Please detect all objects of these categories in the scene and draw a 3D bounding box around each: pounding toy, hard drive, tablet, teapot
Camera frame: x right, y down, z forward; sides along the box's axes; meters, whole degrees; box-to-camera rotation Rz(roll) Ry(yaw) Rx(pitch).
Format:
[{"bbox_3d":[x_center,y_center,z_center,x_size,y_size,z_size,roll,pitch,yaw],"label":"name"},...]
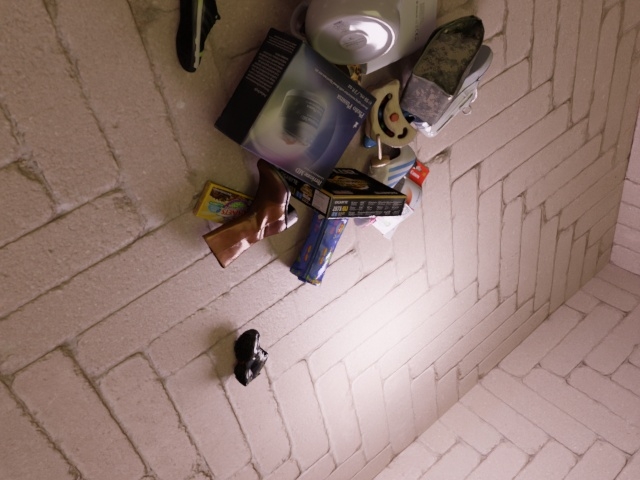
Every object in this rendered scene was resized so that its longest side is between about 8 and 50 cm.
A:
[{"bbox_3d":[0.229,-0.366,1.842,0.154,0.155,0.269,-8,113,-8],"label":"pounding toy"},{"bbox_3d":[0.232,-0.663,1.757,0.353,0.047,0.233,-34,135,-36],"label":"hard drive"},{"bbox_3d":[0.273,-0.046,2.244,0.054,0.006,0.083,26,96,-48],"label":"tablet"},{"bbox_3d":[0.073,-0.573,1.464,0.256,0.252,0.187,1,73,-15],"label":"teapot"}]

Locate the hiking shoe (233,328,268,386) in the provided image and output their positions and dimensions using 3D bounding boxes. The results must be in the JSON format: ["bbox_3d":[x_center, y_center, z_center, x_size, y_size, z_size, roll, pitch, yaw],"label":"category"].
[{"bbox_3d":[-0.230,0.383,2.000,0.114,0.086,0.227,-24,136,-48],"label":"hiking shoe"}]

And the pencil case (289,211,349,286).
[{"bbox_3d":[0.000,0.000,1.931,0.306,0.119,0.133,-68,166,12],"label":"pencil case"}]

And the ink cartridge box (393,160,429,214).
[{"bbox_3d":[0.343,-0.200,2.188,0.145,0.045,0.179,24,100,-48],"label":"ink cartridge box"}]

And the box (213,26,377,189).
[{"bbox_3d":[-0.061,-0.334,1.535,0.296,0.183,0.294,25,102,-42],"label":"box"}]

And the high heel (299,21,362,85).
[{"bbox_3d":[0.023,-0.498,1.657,0.186,0.093,0.261,-24,113,-39],"label":"high heel"}]

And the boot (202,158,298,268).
[{"bbox_3d":[-0.220,-0.082,1.687,0.280,0.096,0.264,-32,142,-15],"label":"boot"}]

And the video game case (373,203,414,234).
[{"bbox_3d":[0.251,-0.098,2.146,0.143,0.019,0.157,-39,140,14],"label":"video game case"}]

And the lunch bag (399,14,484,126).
[{"bbox_3d":[0.389,-0.550,1.857,0.287,0.169,0.235,-58,177,-12],"label":"lunch bag"}]

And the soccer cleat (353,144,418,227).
[{"bbox_3d":[0.195,-0.204,2.014,0.143,0.116,0.331,40,83,-32],"label":"soccer cleat"}]

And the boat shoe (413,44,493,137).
[{"bbox_3d":[0.482,-0.507,2.060,0.367,0.136,0.156,-51,138,-2],"label":"boat shoe"}]

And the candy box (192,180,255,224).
[{"bbox_3d":[-0.263,-0.095,1.699,0.206,0.027,0.105,18,105,-47],"label":"candy box"}]

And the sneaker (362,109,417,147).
[{"bbox_3d":[0.232,-0.372,1.950,0.209,0.082,0.069,-39,137,-17],"label":"sneaker"}]

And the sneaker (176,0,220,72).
[{"bbox_3d":[-0.276,-0.513,1.386,0.097,0.084,0.235,-10,121,-40],"label":"sneaker"}]

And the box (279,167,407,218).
[{"bbox_3d":[0.065,-0.152,1.799,0.322,0.257,0.079,-3,115,-41],"label":"box"}]
